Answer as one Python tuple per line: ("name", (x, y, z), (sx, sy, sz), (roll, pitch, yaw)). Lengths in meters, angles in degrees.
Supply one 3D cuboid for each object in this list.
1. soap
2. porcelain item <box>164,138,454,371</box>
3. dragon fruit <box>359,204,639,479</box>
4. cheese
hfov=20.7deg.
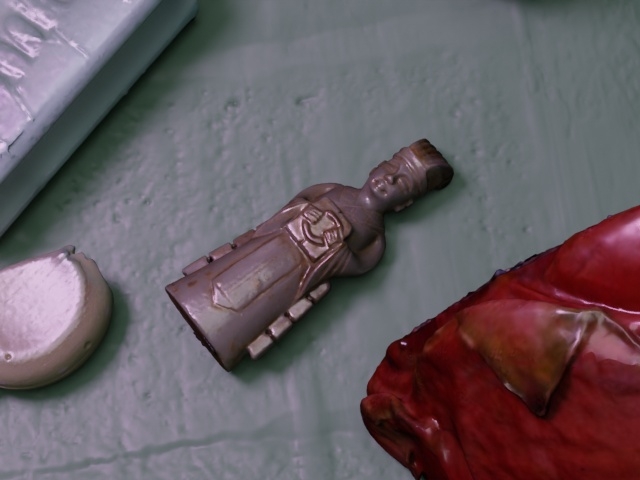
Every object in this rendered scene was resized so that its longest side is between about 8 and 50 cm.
("soap", (-0.219, -0.130, 1.234), (0.150, 0.094, 0.261), (37, 79, 11))
("porcelain item", (0.000, 0.000, 1.204), (0.213, 0.054, 0.084), (-36, 76, -8))
("dragon fruit", (0.172, 0.158, 1.047), (0.228, 0.286, 0.329), (-17, 81, -6))
("cheese", (-0.223, 0.066, 1.199), (0.171, 0.047, 0.092), (-26, 72, -4))
